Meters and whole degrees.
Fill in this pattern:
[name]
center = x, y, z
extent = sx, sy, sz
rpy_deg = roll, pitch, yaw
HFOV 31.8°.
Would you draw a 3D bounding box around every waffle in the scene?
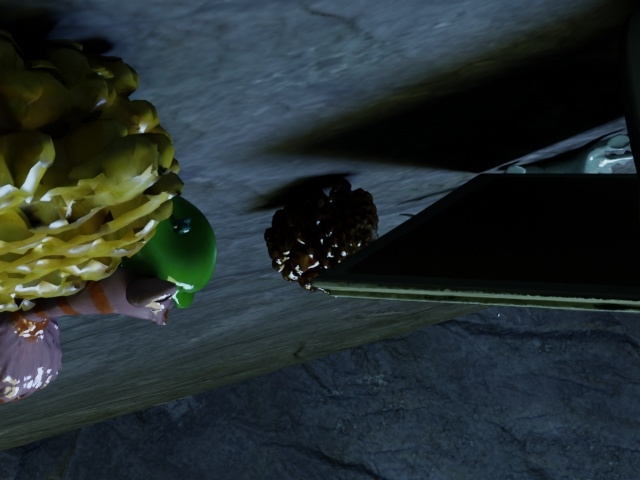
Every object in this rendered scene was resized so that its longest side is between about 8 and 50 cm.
[waffle]
center = -0.149, -0.014, 0.399
extent = 0.197, 0.070, 0.193
rpy_deg = -13, 171, -7

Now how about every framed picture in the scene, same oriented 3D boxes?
[framed picture]
center = 0.160, -0.004, 0.682
extent = 0.232, 0.019, 0.296
rpy_deg = 2, -164, 28

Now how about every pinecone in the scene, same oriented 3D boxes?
[pinecone]
center = 0.000, 0.000, 0.732
extent = 0.083, 0.077, 0.077
rpy_deg = -11, 176, 41

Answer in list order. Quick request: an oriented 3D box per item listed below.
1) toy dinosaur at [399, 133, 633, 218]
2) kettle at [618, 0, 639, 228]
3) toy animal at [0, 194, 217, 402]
[toy dinosaur]
center = 0.165, -0.038, 0.887
extent = 0.209, 0.039, 0.082
rpy_deg = -16, 173, 2
[kettle]
center = 0.269, -0.085, 0.473
extent = 0.255, 0.165, 0.240
rpy_deg = -21, -162, 34
[toy animal]
center = -0.159, 0.028, 0.617
extent = 0.208, 0.100, 0.103
rpy_deg = -19, 132, 33
